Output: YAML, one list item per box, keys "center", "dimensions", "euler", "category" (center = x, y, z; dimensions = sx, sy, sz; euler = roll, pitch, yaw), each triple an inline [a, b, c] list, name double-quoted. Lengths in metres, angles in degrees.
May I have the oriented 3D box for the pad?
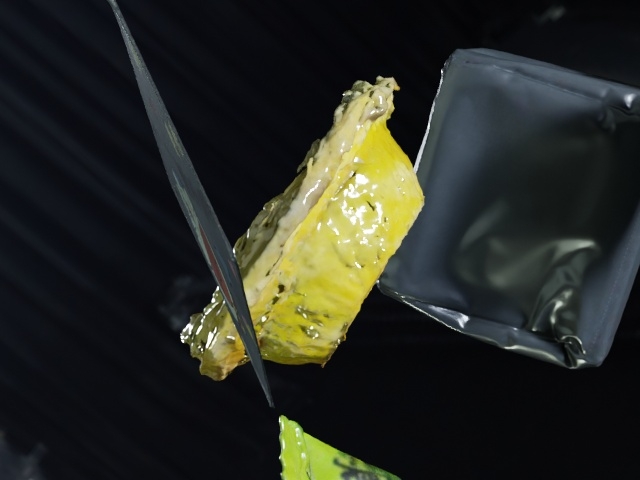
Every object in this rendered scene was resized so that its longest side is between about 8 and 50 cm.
- center: [-0.069, -0.014, 0.978]
  dimensions: [0.006, 0.245, 0.170]
  euler: [-23, -112, -6]
  category: "pad"

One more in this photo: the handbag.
- center: [0.214, -0.046, 1.832]
  dimensions: [0.178, 0.275, 0.302]
  euler: [-45, 152, -71]
  category: "handbag"

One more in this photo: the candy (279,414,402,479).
- center: [0.043, 0.206, 1.129]
  dimensions: [0.069, 0.246, 0.149]
  euler: [-31, -128, 18]
  category: "candy"

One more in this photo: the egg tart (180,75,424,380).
- center: [0.000, 0.000, 1.423]
  dimensions: [0.288, 0.118, 0.288]
  euler: [-59, 177, -4]
  category: "egg tart"
